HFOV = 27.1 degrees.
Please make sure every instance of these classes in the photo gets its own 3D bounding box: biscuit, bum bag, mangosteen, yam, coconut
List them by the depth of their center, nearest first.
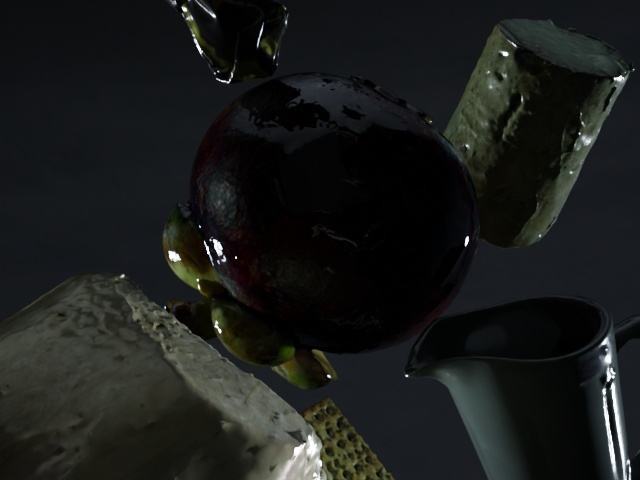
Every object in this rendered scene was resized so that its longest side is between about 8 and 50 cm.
[{"bbox_3d":[-0.162,0.187,0.913,0.297,0.254,0.297,30,146,22],"label":"coconut"},{"bbox_3d":[-0.119,-0.252,1.288,0.107,0.060,0.232,-37,103,23],"label":"bum bag"},{"bbox_3d":[0.006,-0.012,1.350,0.330,0.330,0.330,-4,158,-2],"label":"mangosteen"},{"bbox_3d":[0.049,0.293,1.577,0.016,0.231,0.139,-47,166,27],"label":"biscuit"},{"bbox_3d":[0.269,-0.146,1.768,0.195,0.195,0.300,5,128,-23],"label":"yam"}]

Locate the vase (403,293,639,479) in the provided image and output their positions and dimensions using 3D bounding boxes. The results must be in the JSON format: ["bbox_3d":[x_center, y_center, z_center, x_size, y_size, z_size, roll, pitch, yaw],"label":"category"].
[{"bbox_3d":[0.226,0.193,1.211,0.251,0.300,0.156,-22,-161,-12],"label":"vase"}]
